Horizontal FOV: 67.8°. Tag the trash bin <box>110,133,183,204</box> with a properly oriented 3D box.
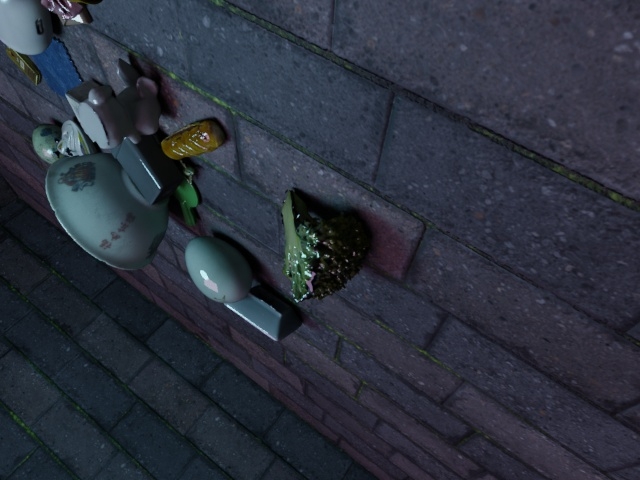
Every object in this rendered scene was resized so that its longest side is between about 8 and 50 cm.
[{"bbox_3d":[-0.512,-0.237,1.382,0.236,0.101,0.176,57,144,-4],"label":"trash bin"}]

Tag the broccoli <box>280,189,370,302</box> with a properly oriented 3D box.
[{"bbox_3d":[0.015,0.010,1.108,0.180,0.273,0.242,2,148,-21],"label":"broccoli"}]

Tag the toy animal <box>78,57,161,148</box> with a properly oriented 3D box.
[{"bbox_3d":[-0.489,-0.327,1.174,0.127,0.193,0.178,32,148,23],"label":"toy animal"}]

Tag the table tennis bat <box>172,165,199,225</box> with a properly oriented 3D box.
[{"bbox_3d":[-0.445,-0.144,1.545,0.160,0.039,0.257,27,143,24],"label":"table tennis bat"}]

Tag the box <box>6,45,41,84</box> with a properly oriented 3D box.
[{"bbox_3d":[-1.006,-0.602,1.616,0.133,0.023,0.090,50,149,-15],"label":"box"}]

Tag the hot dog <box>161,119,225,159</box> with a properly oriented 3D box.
[{"bbox_3d":[-0.337,-0.252,1.232,0.088,0.061,0.286,43,156,-26],"label":"hot dog"}]

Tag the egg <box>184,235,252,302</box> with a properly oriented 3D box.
[{"bbox_3d":[-0.342,0.094,1.588,0.264,0.183,0.183,44,152,6],"label":"egg"}]

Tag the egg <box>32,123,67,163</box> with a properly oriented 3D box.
[{"bbox_3d":[-1.037,-0.375,1.846,0.182,0.141,0.141,48,152,5],"label":"egg"}]

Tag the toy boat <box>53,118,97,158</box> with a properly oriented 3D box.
[{"bbox_3d":[-0.906,-0.323,1.771,0.140,0.141,0.269,34,156,15],"label":"toy boat"}]

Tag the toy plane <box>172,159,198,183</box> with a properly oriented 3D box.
[{"bbox_3d":[-0.389,-0.207,1.376,0.111,0.040,0.102,15,144,43],"label":"toy plane"}]

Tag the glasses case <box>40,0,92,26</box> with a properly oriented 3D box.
[{"bbox_3d":[-0.611,-0.582,1.098,0.102,0.070,0.193,22,147,30],"label":"glasses case"}]

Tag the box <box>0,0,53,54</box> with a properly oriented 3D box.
[{"bbox_3d":[-0.839,-0.661,1.198,0.349,0.141,0.288,44,153,-3],"label":"box"}]

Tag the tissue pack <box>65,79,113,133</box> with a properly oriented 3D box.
[{"bbox_3d":[-0.661,-0.379,1.414,0.106,0.099,0.149,33,151,20],"label":"tissue pack"}]

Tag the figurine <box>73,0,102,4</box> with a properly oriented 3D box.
[{"bbox_3d":[-0.449,-0.538,0.859,0.256,0.167,0.192,4,121,46],"label":"figurine"}]

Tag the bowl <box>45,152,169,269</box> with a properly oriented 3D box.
[{"bbox_3d":[-0.624,-0.137,1.535,0.196,0.435,0.435,-31,111,16],"label":"bowl"}]

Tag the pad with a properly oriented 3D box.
[{"bbox_3d":[-0.828,-0.540,1.493,0.269,0.012,0.270,29,150,23],"label":"pad"}]

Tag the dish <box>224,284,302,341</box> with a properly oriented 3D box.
[{"bbox_3d":[-0.187,0.232,1.662,0.243,0.182,0.080,30,112,18],"label":"dish"}]
